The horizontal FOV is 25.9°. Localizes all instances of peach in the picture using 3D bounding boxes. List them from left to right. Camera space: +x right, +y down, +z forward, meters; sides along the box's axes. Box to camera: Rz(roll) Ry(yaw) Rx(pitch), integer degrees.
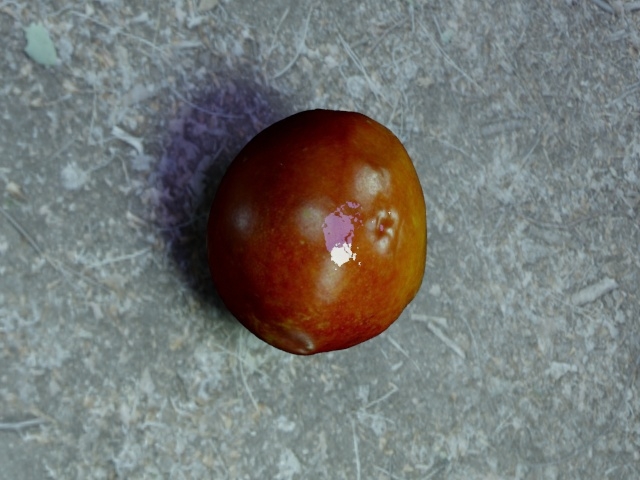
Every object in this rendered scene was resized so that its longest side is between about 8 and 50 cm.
[{"bbox_3d":[0.000,0.000,1.326,0.243,0.199,0.244,4,85,-52],"label":"peach"}]
